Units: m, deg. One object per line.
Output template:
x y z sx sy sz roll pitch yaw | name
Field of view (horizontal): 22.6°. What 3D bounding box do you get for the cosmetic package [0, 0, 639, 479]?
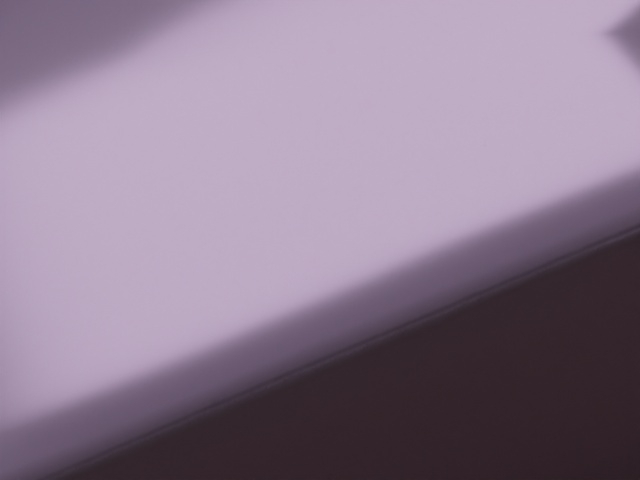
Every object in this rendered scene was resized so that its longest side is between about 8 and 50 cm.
-0.060 0.037 0.433 0.366 0.155 0.197 -22 42 7 | cosmetic package
